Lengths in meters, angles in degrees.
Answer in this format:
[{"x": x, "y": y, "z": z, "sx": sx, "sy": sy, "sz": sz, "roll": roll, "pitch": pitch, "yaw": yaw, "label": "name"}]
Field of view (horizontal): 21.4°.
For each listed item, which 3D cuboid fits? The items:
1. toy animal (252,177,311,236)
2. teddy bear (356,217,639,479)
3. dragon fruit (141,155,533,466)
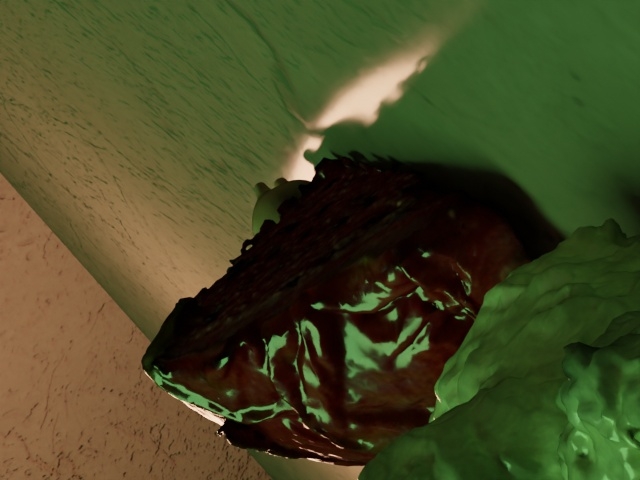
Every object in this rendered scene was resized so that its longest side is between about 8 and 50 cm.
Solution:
[{"x": 0.001, "y": 0.003, "z": 1.348, "sx": 0.150, "sy": 0.083, "sz": 0.089, "roll": 51, "pitch": -175, "yaw": 21, "label": "toy animal"}, {"x": 0.170, "y": 0.158, "z": 0.787, "sx": 0.327, "sy": 0.375, "sz": 0.362, "roll": 5, "pitch": -159, "yaw": -16, "label": "teddy bear"}, {"x": 0.034, "y": 0.031, "z": 1.153, "sx": 0.330, "sy": 0.302, "sz": 0.240, "roll": 133, "pitch": 121, "yaw": -66, "label": "dragon fruit"}]
